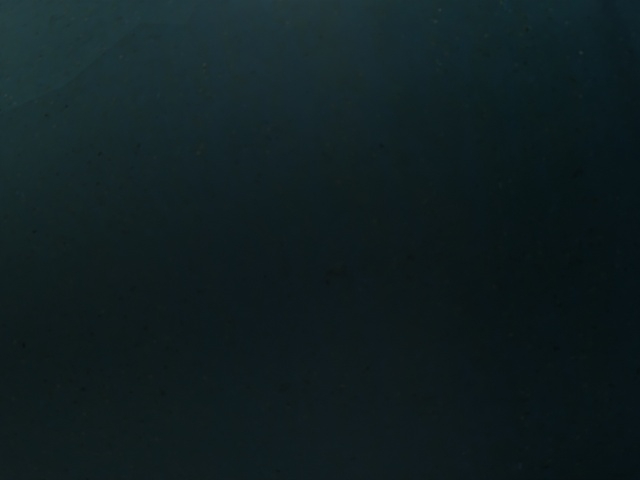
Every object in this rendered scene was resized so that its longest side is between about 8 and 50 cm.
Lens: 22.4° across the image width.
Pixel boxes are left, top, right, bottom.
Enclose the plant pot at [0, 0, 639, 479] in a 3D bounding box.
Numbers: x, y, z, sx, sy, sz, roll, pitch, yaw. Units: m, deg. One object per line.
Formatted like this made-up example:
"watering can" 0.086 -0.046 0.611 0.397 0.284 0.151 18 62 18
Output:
"plant pot" 0.000 0.000 0.504 0.255 0.272 0.271 -14 2 -2
